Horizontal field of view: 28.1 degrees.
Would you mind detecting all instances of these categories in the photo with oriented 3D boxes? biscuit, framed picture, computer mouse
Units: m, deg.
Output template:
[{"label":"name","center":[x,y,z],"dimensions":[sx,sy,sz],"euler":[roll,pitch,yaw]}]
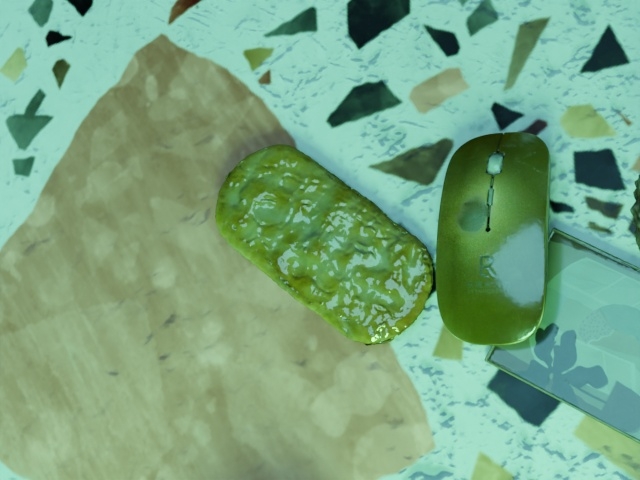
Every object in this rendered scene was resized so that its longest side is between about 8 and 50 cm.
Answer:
[{"label":"biscuit","center":[0.000,0.000,1.223],"dimensions":[0.247,0.029,0.118],"euler":[37,93,25]},{"label":"framed picture","center":[0.259,0.090,1.109],"dimensions":[0.200,0.010,0.136],"euler":[27,90,24]},{"label":"computer mouse","center":[0.157,-0.005,1.147],"dimensions":[0.102,0.045,0.199],"euler":[-1,75,25]}]

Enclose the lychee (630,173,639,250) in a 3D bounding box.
[{"label":"lychee","center":[0.331,-0.015,1.018],"dimensions":[0.165,0.165,0.197],"euler":[-6,42,21]}]
